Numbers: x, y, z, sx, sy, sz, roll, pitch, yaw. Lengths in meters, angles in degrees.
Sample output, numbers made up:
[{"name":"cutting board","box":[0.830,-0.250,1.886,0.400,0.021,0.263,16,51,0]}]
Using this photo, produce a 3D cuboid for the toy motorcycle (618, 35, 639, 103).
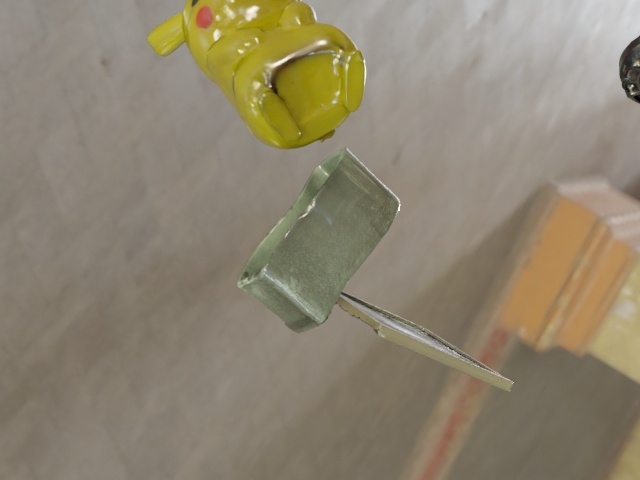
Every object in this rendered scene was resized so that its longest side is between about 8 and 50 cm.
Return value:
[{"name":"toy motorcycle","box":[0.404,-0.105,1.107,0.359,0.213,0.125,31,46,-33]}]

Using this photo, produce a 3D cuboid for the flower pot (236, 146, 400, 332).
[{"name":"flower pot","box":[0.000,0.000,1.791,0.229,0.108,0.103,-54,-164,-23]}]

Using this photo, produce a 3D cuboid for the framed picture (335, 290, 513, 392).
[{"name":"framed picture","box":[0.110,0.121,1.847,0.209,0.281,0.019,25,92,-23]}]

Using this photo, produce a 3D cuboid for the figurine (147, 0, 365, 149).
[{"name":"figurine","box":[-0.065,-0.240,1.755,0.218,0.326,0.169,-24,141,-17]}]
